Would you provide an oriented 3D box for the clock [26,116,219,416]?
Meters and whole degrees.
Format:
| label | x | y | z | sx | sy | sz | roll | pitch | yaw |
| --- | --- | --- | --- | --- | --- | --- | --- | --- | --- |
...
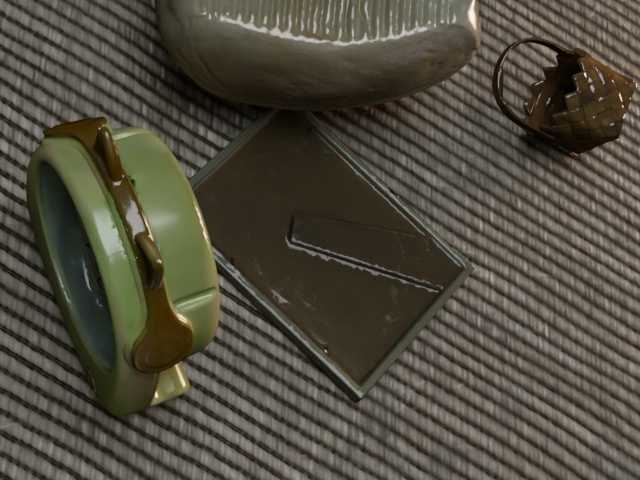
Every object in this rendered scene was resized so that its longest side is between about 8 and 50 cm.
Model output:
| label | x | y | z | sx | sy | sz | roll | pitch | yaw |
| --- | --- | --- | --- | --- | --- | --- | --- | --- | --- |
| clock | -0.202 | 0.014 | 1.247 | 0.117 | 0.348 | 0.286 | -18 | 77 | -23 |

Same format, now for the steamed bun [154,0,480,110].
| label | x | y | z | sx | sy | sz | roll | pitch | yaw |
| --- | --- | --- | --- | --- | --- | --- | --- | --- | --- |
| steamed bun | -0.011 | -0.278 | 1.485 | 0.383 | 0.236 | 0.247 | -4 | 65 | -9 |

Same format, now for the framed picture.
| label | x | y | z | sx | sy | sz | roll | pitch | yaw |
| --- | --- | --- | --- | --- | --- | --- | --- | --- | --- |
| framed picture | 0.000 | 0.000 | 1.499 | 0.335 | 0.022 | 0.247 | 43 | 63 | 2 |

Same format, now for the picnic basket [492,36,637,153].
| label | x | y | z | sx | sy | sz | roll | pitch | yaw |
| --- | --- | --- | --- | --- | --- | --- | --- | --- | --- |
| picnic basket | 0.309 | -0.196 | 1.608 | 0.178 | 0.138 | 0.128 | 19 | 75 | -15 |
